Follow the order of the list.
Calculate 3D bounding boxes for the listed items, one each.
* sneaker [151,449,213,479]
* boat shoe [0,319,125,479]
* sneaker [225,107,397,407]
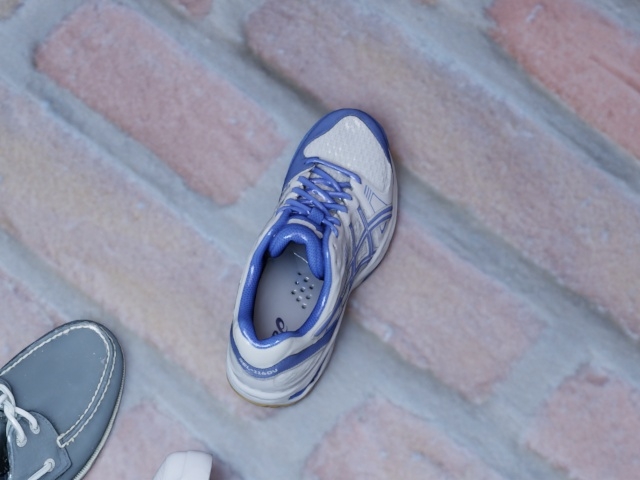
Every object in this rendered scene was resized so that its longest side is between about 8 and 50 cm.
[{"bbox_3d":[-0.202,0.287,1.584,0.169,0.108,0.292,19,69,2],"label":"sneaker"},{"bbox_3d":[-0.268,0.177,1.615,0.116,0.099,0.319,36,60,9],"label":"boat shoe"},{"bbox_3d":[0.000,0.000,1.700,0.112,0.131,0.296,15,66,6],"label":"sneaker"}]
